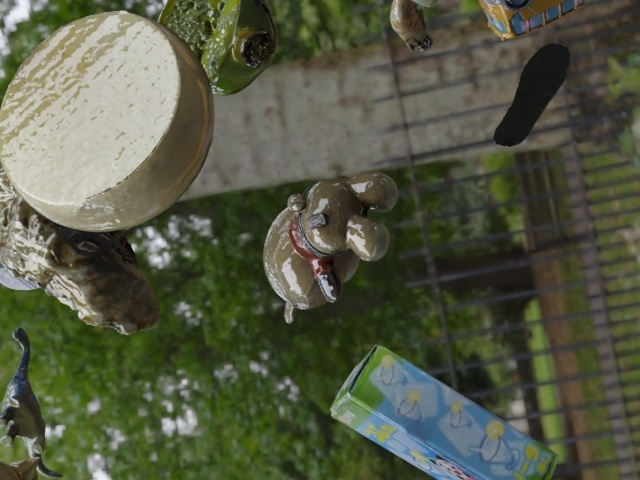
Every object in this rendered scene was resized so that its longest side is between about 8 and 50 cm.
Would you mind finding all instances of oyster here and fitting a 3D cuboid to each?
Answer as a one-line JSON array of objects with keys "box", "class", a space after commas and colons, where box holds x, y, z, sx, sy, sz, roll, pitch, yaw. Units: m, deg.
[{"box": [-0.343, -0.019, 1.542, 0.166, 0.110, 0.341, -18, -110, -40], "class": "oyster"}]

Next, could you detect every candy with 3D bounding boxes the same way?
[{"box": [0.110, 0.177, 1.066, 0.062, 0.195, 0.097, -58, -2, -20], "class": "candy"}]

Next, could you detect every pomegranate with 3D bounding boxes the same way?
[{"box": [-0.106, -0.246, 1.422, 0.122, 0.169, 0.143, 10, -82, -58], "class": "pomegranate"}]

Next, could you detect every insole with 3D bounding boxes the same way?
[{"box": [0.338, -0.232, 1.852, 0.232, 0.080, 0.003, -60, -39, -27], "class": "insole"}]

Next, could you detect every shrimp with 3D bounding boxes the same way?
[{"box": [0.154, -0.377, 1.825, 0.219, 0.046, 0.152, 48, -118, -70], "class": "shrimp"}]

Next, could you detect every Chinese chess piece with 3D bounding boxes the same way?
[{"box": [-0.236, -0.130, 1.300, 0.097, 0.251, 0.250, 46, -146, -59], "class": "Chinese chess piece"}]

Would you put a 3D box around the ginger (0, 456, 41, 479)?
[{"box": [-0.467, 0.341, 1.506, 0.123, 0.193, 0.115, 38, -148, -56], "class": "ginger"}]

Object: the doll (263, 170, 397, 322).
[{"box": [0.000, 0.000, 1.983, 0.330, 0.174, 0.235, 130, 149, -58], "class": "doll"}]

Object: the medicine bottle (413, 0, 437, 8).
[{"box": [0.193, -0.428, 1.629, 0.218, 0.074, 0.074, -53, 21, 31], "class": "medicine bottle"}]

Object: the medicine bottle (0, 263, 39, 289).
[{"box": [-0.526, -0.056, 1.811, 0.395, 0.243, 0.242, 58, -157, -58], "class": "medicine bottle"}]

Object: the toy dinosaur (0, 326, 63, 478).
[{"box": [-0.525, 0.303, 2.139, 0.188, 0.075, 0.247, -78, -34, -63], "class": "toy dinosaur"}]

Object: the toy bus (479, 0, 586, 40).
[{"box": [0.387, -0.457, 2.138, 0.126, 0.210, 0.136, 58, 173, 48], "class": "toy bus"}]
